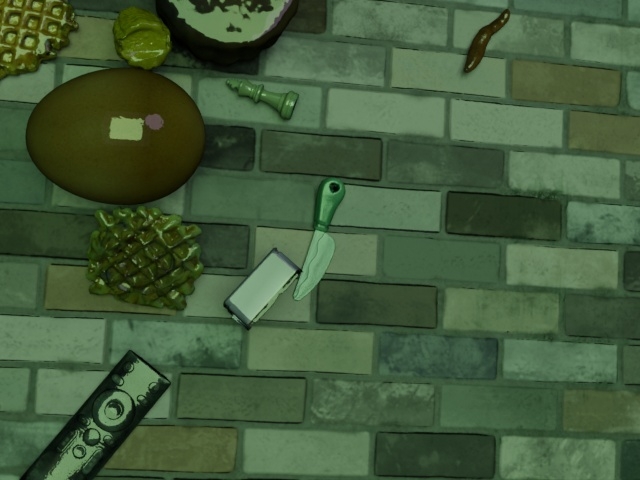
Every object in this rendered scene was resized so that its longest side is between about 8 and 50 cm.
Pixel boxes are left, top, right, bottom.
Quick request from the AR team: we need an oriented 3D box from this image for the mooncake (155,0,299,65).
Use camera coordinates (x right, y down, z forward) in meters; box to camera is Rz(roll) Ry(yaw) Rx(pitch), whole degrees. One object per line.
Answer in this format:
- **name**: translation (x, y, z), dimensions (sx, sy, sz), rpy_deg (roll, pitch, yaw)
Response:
- **mooncake**: translation (-0.187, -0.490, 1.567), dimensions (0.290, 0.161, 0.290), rpy_deg (1, 87, -9)

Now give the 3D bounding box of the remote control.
- **remote control**: translation (-0.444, 0.386, 1.510), dimensions (0.107, 0.044, 0.377), rpy_deg (41, 81, -7)

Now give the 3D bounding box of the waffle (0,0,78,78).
- **waffle**: translation (-0.615, -0.441, 1.555), dimensions (0.254, 0.052, 0.245), rpy_deg (-33, 91, -11)

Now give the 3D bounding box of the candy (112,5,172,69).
- **candy**: translation (-0.348, -0.400, 1.527), dimensions (0.106, 0.199, 0.094), rpy_deg (6, 118, -25)

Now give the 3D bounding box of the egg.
- **egg**: translation (-0.373, -0.190, 1.466), dimensions (0.322, 0.250, 0.250), rpy_deg (-1, 85, -7)

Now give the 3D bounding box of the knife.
- **knife**: translation (0.002, 0.000, 1.621), dimensions (0.063, 0.034, 0.260), rpy_deg (14, 89, -14)

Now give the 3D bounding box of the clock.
- **clock**: translation (-0.114, 0.095, 1.509), dimensions (0.073, 0.193, 0.145), rpy_deg (43, 79, -1)

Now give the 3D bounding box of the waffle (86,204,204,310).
- **waffle**: translation (-0.332, 0.034, 1.517), dimensions (0.223, 0.054, 0.204), rpy_deg (12, 107, -7)

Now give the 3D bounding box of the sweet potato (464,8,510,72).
- **sweet potato**: translation (0.347, -0.426, 1.702), dimensions (0.044, 0.044, 0.179), rpy_deg (34, 74, -4)

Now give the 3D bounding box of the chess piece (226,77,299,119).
- **chess piece**: translation (-0.120, -0.297, 1.615), dimensions (0.149, 0.059, 0.059), rpy_deg (23, 82, -1)
